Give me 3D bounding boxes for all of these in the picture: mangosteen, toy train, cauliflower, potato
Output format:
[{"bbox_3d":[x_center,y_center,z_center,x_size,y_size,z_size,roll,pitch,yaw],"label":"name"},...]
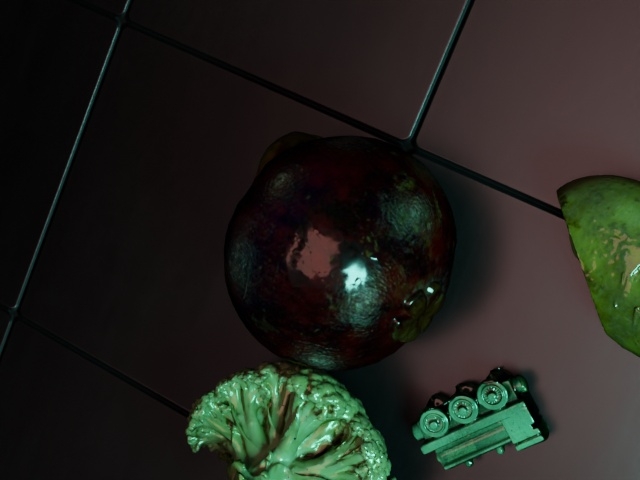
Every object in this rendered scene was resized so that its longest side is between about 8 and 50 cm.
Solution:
[{"bbox_3d":[0.000,0.000,1.406,0.360,0.306,0.306,34,103,29],"label":"mangosteen"},{"bbox_3d":[0.207,0.242,1.447,0.170,0.071,0.111,-29,88,20],"label":"toy train"},{"bbox_3d":[-0.042,0.304,1.443,0.275,0.250,0.272,-19,113,47],"label":"cauliflower"},{"bbox_3d":[0.398,0.039,1.330,0.176,0.141,0.298,-43,69,4],"label":"potato"}]
